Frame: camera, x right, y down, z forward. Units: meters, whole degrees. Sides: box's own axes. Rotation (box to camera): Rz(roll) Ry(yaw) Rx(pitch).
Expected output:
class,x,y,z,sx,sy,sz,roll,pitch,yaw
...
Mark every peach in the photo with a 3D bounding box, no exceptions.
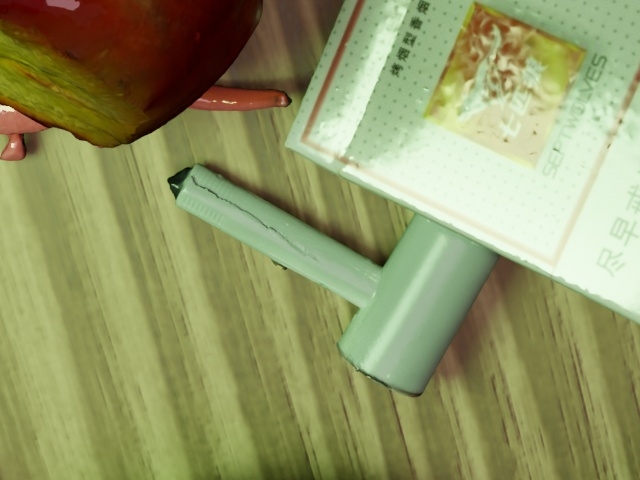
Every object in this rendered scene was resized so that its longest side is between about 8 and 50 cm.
class,x,y,z,sx,sy,sz,roll,pitch,yaw
peach,-0.208,-0.184,0.966,0.338,0.281,0.281,-9,104,-8

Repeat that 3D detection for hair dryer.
class,x,y,z,sx,sy,sz,roll,pitch,yaw
hair dryer,0.000,0.000,1.152,0.236,0.073,0.131,29,100,1

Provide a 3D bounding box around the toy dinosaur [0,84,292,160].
class,x,y,z,sx,sy,sz,roll,pitch,yaw
toy dinosaur,-0.170,-0.137,1.118,0.286,0.070,0.139,-9,82,-1

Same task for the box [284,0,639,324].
class,x,y,z,sx,sy,sz,roll,pitch,yaw
box,0.164,-0.088,1.043,0.330,0.095,0.210,27,103,19
